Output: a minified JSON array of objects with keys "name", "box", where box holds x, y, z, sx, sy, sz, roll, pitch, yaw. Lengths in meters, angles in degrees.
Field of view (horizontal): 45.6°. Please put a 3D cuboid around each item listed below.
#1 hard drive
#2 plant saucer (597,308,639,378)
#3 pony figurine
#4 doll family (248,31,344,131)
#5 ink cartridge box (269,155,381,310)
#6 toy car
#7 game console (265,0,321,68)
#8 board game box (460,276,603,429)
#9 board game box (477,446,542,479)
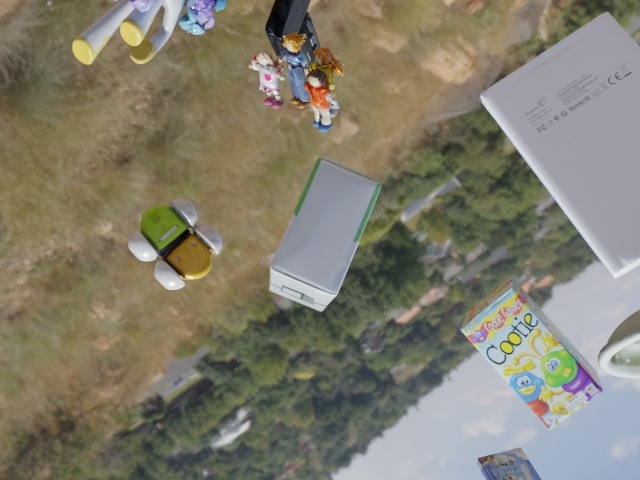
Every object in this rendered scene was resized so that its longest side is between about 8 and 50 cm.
[{"name":"hard drive","box":[0.393,-0.135,1.031,0.210,0.318,0.040,-33,156,7]},{"name":"plant saucer","box":[0.691,0.144,1.358,0.401,0.100,0.400,-4,153,-2]},{"name":"pony figurine","box":[-0.230,-0.465,1.215,0.363,0.303,0.351,-55,-178,-31]},{"name":"doll family","box":[-0.035,-0.364,1.664,0.118,0.263,0.163,-37,138,-29]},{"name":"ink cartridge box","box":[0.000,0.000,1.364,0.289,0.122,0.211,113,0,-79]},{"name":"toy car","box":[-0.309,0.008,1.620,0.159,0.182,0.136,-43,-174,-15]},{"name":"game console","box":[-0.054,-0.535,1.969,0.361,0.044,0.213,58,49,-69]},{"name":"board game box","box":[0.445,0.233,1.617,0.142,0.275,0.144,-42,176,15]},{"name":"board game box","box":[0.352,0.432,1.420,0.090,0.090,0.020,-11,120,-9]}]
